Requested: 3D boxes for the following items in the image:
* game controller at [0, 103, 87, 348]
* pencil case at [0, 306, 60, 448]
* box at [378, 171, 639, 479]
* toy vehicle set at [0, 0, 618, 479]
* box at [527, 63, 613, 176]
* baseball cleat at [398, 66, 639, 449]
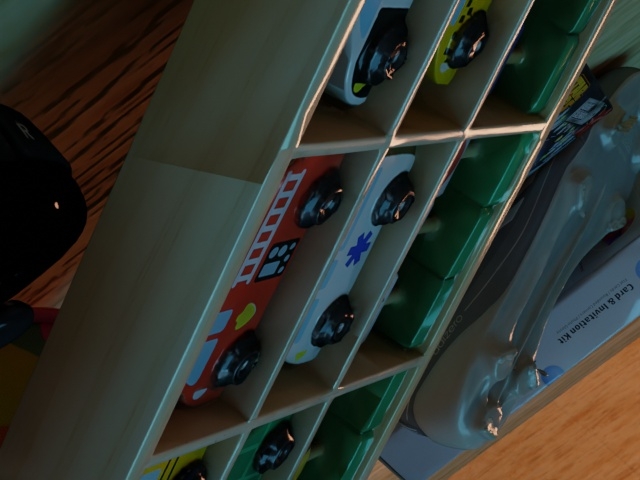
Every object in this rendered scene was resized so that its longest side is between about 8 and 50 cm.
[{"bbox_3d":[-0.176,0.036,0.254,0.166,0.067,0.319,-43,165,26],"label":"game controller"},{"bbox_3d":[-0.126,0.117,0.599,0.104,0.104,0.236,-27,163,-36],"label":"pencil case"},{"bbox_3d":[0.105,0.032,0.884,0.186,0.038,0.145,-42,-163,19],"label":"box"},{"bbox_3d":[0.000,0.000,0.443,0.166,0.035,0.267,-13,133,-60],"label":"toy vehicle set"},{"bbox_3d":[0.073,-0.046,0.692,0.094,0.027,0.137,-39,167,10],"label":"box"},{"bbox_3d":[0.082,-0.004,0.792,0.206,0.109,0.072,-59,142,-14],"label":"baseball cleat"}]
